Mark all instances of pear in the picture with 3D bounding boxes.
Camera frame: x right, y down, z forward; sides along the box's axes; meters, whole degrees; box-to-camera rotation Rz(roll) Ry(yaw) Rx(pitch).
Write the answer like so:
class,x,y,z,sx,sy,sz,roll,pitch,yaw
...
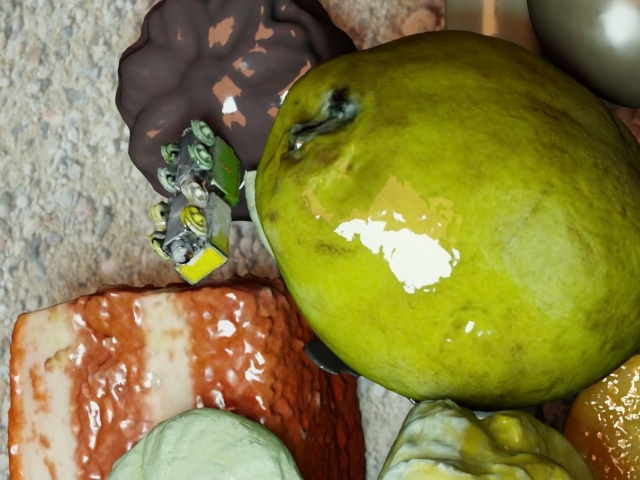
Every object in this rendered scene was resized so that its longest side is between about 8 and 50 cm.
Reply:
class,x,y,z,sx,sy,sz,roll,pitch,yaw
pear,0.135,-0.010,1.089,0.413,0.352,0.352,19,97,-22

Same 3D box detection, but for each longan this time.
class,x,y,z,sx,sy,sz,roll,pitch,yaw
longan,0.298,-0.224,1.120,0.220,0.196,0.196,35,102,-13

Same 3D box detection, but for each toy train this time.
class,x,y,z,sx,sy,sz,roll,pitch,yaw
toy train,-0.119,-0.038,1.151,0.060,0.202,0.081,-34,122,23

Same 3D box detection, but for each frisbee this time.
class,x,y,z,sx,sy,sz,roll,pitch,yaw
frisbee,0.078,0.136,1.212,0.211,0.187,0.012,34,110,-7

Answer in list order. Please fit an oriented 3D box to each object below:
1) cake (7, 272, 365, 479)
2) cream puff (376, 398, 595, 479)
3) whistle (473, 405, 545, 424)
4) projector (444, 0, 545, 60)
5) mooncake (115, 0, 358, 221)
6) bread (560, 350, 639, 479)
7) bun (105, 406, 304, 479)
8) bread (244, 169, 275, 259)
class,x,y,z,sx,sy,sz,roll,pitch,yaw
cake,-0.142,0.174,1.240,0.319,0.269,0.270,-7,87,19
cream puff,0.128,0.317,0.926,0.275,0.378,0.378,24,97,8
whistle,0.176,0.345,1.160,0.168,0.188,0.405,-15,83,20
projector,0.182,-0.329,1.219,0.108,0.108,0.337,1,89,21
mooncake,-0.097,-0.158,1.303,0.283,0.141,0.283,-1,87,23
bread,0.311,0.177,1.138,0.139,0.143,0.229,36,99,17
bun,-0.110,0.245,1.027,0.195,0.118,0.195,1,93,21
bread,0.003,0.004,1.219,0.036,0.193,0.112,-35,44,36
